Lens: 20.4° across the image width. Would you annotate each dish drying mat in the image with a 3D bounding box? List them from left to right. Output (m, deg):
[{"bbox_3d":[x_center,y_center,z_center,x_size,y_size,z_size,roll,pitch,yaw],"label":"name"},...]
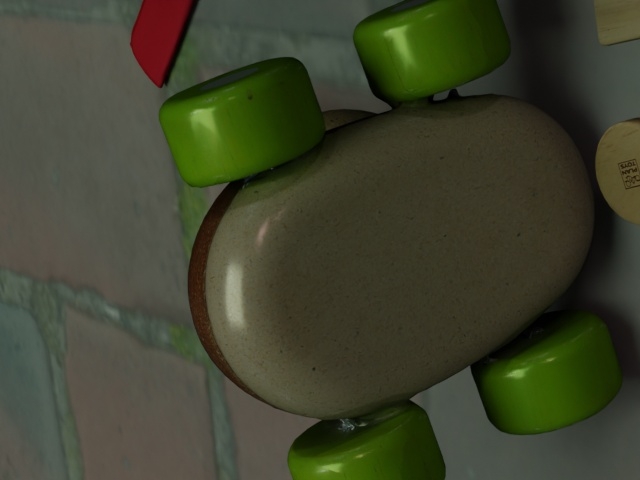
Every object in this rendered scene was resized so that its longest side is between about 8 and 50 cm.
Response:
[{"bbox_3d":[-0.072,-0.111,0.833,0.032,0.008,0.083,55,142,25],"label":"dish drying mat"}]

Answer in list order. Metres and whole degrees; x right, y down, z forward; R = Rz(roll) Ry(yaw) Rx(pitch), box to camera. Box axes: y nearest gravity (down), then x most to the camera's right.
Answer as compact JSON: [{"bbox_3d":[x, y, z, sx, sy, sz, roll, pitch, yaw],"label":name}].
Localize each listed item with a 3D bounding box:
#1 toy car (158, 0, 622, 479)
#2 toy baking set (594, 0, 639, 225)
[{"bbox_3d":[0.000,0.000,0.669,0.188,0.149,0.155,8,120,66],"label":"toy car"},{"bbox_3d":[0.167,-0.034,0.504,0.256,0.030,0.197,31,130,46],"label":"toy baking set"}]
